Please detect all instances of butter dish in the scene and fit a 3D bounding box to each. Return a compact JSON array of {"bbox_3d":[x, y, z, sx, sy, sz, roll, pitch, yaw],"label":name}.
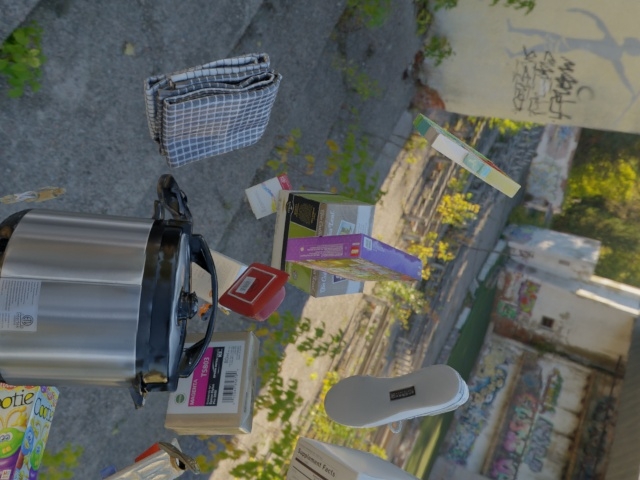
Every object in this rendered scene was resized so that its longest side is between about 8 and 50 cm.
[{"bbox_3d":[-0.160,0.156,1.314,0.160,0.160,0.118,-50,134,-26],"label":"butter dish"}]

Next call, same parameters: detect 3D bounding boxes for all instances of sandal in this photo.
[{"bbox_3d":[-0.438,-0.116,1.533,0.254,0.055,0.097,77,17,-55],"label":"sandal"},{"bbox_3d":[-0.443,0.682,1.523,0.049,0.180,0.072,-61,150,-20],"label":"sandal"}]

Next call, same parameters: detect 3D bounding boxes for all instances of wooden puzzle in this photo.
[{"bbox_3d":[-0.668,0.850,1.768,0.348,0.080,0.322,-26,148,-25],"label":"wooden puzzle"}]

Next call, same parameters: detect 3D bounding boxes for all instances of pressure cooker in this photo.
[{"bbox_3d":[-0.431,0.131,1.035,0.375,0.421,0.369,-101,-160,-51],"label":"pressure cooker"}]

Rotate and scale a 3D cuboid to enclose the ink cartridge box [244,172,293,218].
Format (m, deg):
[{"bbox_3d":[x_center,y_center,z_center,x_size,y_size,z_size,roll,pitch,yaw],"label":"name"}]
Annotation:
[{"bbox_3d":[-0.200,-0.174,1.953,0.128,0.176,0.127,-161,-133,-80],"label":"ink cartridge box"}]

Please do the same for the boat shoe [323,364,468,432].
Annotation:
[{"bbox_3d":[0.197,0.404,1.244,0.156,0.367,0.135,45,33,-45],"label":"boat shoe"}]

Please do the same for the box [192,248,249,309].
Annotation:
[{"bbox_3d":[-0.500,0.164,2.283,0.215,0.345,0.168,-66,156,-3],"label":"box"}]

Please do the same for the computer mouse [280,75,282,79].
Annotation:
[{"bbox_3d":[-0.193,-0.453,1.403,0.106,0.193,0.042,-3,100,-52],"label":"computer mouse"}]

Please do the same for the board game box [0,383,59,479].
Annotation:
[{"bbox_3d":[-0.796,0.494,1.255,0.142,0.144,0.275,98,-11,-49],"label":"board game box"}]

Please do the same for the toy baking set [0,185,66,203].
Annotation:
[{"bbox_3d":[-0.885,-0.131,1.492,0.197,0.256,0.030,-43,122,-74],"label":"toy baking set"}]

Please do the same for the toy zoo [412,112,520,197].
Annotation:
[{"bbox_3d":[0.293,-0.176,1.003,0.030,0.192,0.293,-56,-168,20],"label":"toy zoo"}]

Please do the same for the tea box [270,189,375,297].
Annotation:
[{"bbox_3d":[0.000,0.000,1.789,0.220,0.324,0.328,-1,105,-34],"label":"tea box"}]

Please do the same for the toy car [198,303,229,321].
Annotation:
[{"bbox_3d":[-0.336,0.224,1.517,0.060,0.041,0.122,-57,154,-6],"label":"toy car"}]

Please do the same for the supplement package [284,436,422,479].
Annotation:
[{"bbox_3d":[0.020,0.388,0.590,0.139,0.134,0.244,27,75,-29],"label":"supplement package"}]

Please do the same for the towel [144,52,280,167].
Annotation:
[{"bbox_3d":[-0.244,-0.291,1.117,0.284,0.121,0.235,-22,167,-23],"label":"towel"}]

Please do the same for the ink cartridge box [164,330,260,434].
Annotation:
[{"bbox_3d":[-0.259,0.347,1.204,0.088,0.193,0.234,72,16,-57],"label":"ink cartridge box"}]

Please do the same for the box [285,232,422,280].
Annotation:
[{"bbox_3d":[0.087,0.048,1.159,0.293,0.201,0.057,21,71,-51],"label":"box"}]
